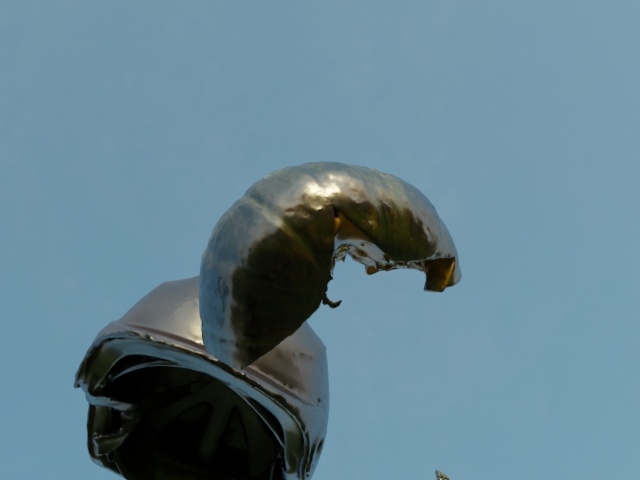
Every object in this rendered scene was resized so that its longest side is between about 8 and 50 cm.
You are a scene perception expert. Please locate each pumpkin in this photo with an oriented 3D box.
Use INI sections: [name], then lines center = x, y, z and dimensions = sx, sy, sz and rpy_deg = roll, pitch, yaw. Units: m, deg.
[pumpkin]
center = 0.000, 0.000, 0.806
dimensions = 0.184, 0.119, 0.107
rpy_deg = -21, -71, -24

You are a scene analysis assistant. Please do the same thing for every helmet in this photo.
[helmet]
center = -0.087, 0.125, 1.121
dimensions = 0.225, 0.177, 0.305
rpy_deg = 26, -40, 4

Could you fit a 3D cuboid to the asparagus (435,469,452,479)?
[asparagus]
center = 0.151, 0.257, 1.208
dimensions = 0.014, 0.114, 0.015
rpy_deg = 23, -90, -39
